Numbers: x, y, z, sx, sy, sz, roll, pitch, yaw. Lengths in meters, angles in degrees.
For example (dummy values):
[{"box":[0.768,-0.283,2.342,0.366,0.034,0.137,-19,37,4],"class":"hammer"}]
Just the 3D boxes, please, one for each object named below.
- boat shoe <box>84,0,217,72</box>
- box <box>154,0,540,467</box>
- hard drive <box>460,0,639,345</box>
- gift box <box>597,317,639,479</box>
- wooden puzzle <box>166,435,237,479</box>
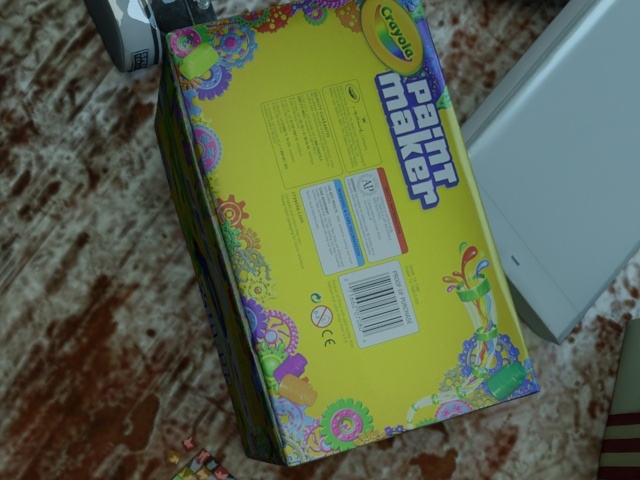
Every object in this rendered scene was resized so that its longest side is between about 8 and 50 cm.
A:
[{"box":[-0.168,-0.293,1.139,0.105,0.113,0.306,-23,89,-17],"class":"boat shoe"},{"box":[0.000,0.000,1.039,0.177,0.279,0.290,-15,86,-10],"class":"box"},{"box":[0.233,-0.092,1.163,0.307,0.040,0.203,-49,124,-11],"class":"hard drive"},{"box":[0.353,0.156,1.084,0.255,0.258,0.276,9,82,-8],"class":"gift box"},{"box":[-0.094,0.200,1.136,0.083,0.006,0.049,44,78,-1],"class":"wooden puzzle"}]
